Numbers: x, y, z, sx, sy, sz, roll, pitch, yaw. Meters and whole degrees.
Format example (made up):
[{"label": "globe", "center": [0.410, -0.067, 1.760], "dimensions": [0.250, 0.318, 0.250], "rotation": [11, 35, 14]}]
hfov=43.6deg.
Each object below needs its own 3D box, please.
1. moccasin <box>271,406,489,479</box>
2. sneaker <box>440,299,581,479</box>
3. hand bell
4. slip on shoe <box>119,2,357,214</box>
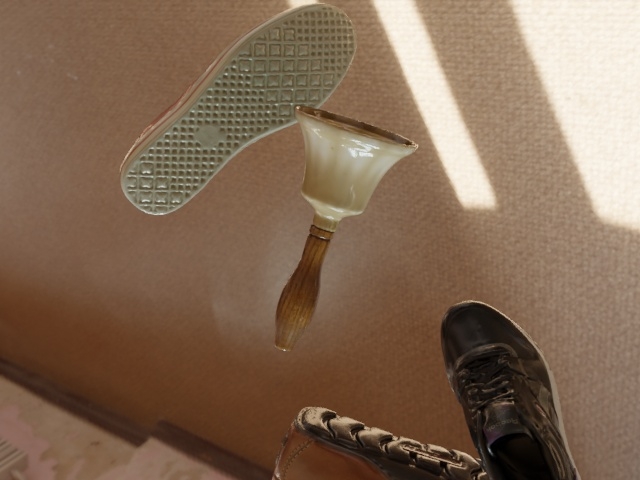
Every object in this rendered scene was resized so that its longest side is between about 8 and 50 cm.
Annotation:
[{"label": "moccasin", "center": [0.123, 0.334, 0.975], "dimensions": [0.380, 0.139, 0.147], "rotation": [17, 102, 1]}, {"label": "sneaker", "center": [0.192, 0.170, 0.798], "dimensions": [0.107, 0.124, 0.283], "rotation": [-26, 58, 10]}, {"label": "hand bell", "center": [0.000, 0.000, 0.801], "dimensions": [0.126, 0.126, 0.242], "rotation": [25, 105, 30]}, {"label": "slip on shoe", "center": [-0.102, -0.163, 0.945], "dimensions": [0.123, 0.331, 0.101], "rotation": [49, -177, -27]}]
